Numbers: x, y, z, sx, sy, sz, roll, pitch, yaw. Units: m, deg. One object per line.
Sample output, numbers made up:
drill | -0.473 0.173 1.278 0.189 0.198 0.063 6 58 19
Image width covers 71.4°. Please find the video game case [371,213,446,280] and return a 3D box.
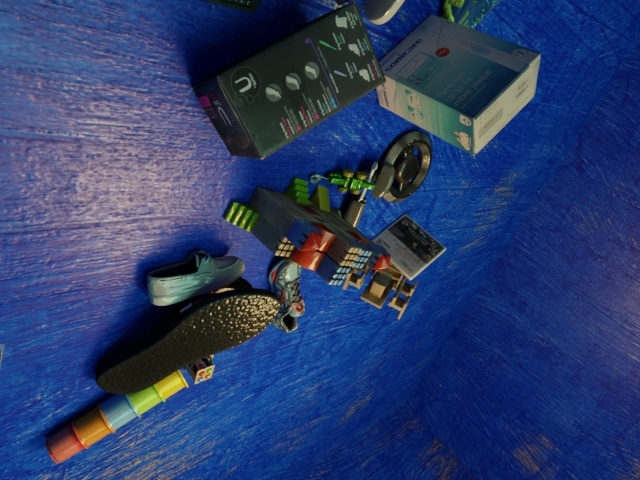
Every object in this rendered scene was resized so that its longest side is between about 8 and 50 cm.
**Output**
video game case | 0.295 0.018 1.508 0.173 0.190 0.022 -37 156 -18

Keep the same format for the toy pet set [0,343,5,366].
toy pet set | -0.603 0.186 0.739 0.114 0.065 0.122 7 122 -13

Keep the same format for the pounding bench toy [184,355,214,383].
pounding bench toy | -0.317 0.345 1.223 0.083 0.065 0.052 -12 132 -44

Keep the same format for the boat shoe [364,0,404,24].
boat shoe | 0.182 -0.547 0.881 0.088 0.096 0.267 14 104 -50

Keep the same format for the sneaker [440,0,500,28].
sneaker | 0.355 -0.540 1.058 0.091 0.126 0.240 -38 146 -17

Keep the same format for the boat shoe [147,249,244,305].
boat shoe | -0.267 0.068 0.978 0.228 0.079 0.081 -21 124 -36

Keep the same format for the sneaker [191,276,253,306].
sneaker | -0.246 0.134 1.102 0.161 0.057 0.075 -3 129 -44

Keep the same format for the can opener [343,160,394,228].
can opener | 0.118 -0.095 1.264 0.074 0.093 0.280 -62 177 -65

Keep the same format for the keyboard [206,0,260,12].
keyboard | -0.123 -0.498 0.613 0.202 0.033 0.317 -11 131 -44

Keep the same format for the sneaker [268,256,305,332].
sneaker | -0.079 0.153 1.255 0.104 0.125 0.261 -21 138 -38

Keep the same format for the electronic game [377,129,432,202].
electronic game | 0.256 -0.220 1.345 0.229 0.048 0.229 -25 133 -31

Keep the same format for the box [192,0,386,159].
box | -0.053 -0.269 0.764 0.270 0.165 0.143 -37 116 -18

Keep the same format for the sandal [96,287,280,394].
sandal | -0.307 0.200 1.009 0.446 0.107 0.167 -26 137 4

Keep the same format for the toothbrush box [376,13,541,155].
toothbrush box | 0.300 -0.363 1.019 0.216 0.295 0.126 -43 146 -8

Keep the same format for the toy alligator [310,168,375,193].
toy alligator | 0.054 -0.161 1.159 0.190 0.051 0.056 5 122 -25

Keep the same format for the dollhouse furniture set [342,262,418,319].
dollhouse furniture set | 0.212 0.149 1.532 0.242 0.212 0.161 -49 161 -44

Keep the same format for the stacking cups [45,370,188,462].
stacking cups | -0.480 0.401 1.062 0.316 0.096 0.096 -30 143 -26

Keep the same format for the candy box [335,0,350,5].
candy box | 0.108 -0.552 0.703 0.316 0.088 0.183 -46 121 -12

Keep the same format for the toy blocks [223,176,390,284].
toy blocks | 0.000 0.000 1.064 0.381 0.261 0.190 10 115 -54
